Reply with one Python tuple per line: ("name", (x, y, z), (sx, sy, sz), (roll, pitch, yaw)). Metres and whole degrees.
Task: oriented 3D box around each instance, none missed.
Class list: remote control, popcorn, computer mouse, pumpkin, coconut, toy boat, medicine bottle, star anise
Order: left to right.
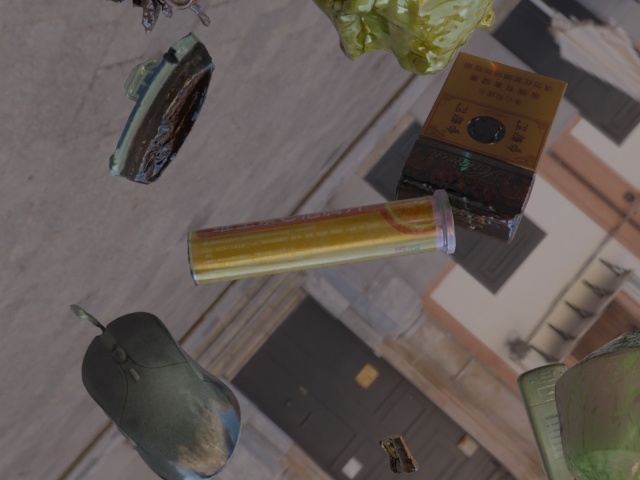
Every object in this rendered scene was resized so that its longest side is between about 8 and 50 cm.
("computer mouse", (-0.272, 0.206, 1.204), (0.167, 0.379, 0.090), (-47, 156, -12))
("toy boat", (-0.142, -0.117, 0.691), (0.140, 0.066, 0.059), (-60, 158, 7))
("star anise", (-0.345, -0.546, 1.733), (0.089, 0.231, 0.209), (-58, 159, -67))
("medicine bottle", (0.000, 0.000, 1.308), (0.425, 0.108, 0.108), (-9, 173, 0))
("pumpkin", (0.149, 0.390, 1.467), (0.035, 0.073, 0.101), (-22, 174, -24))
("popcorn", (0.113, -0.388, 1.100), (0.312, 0.312, 0.312), (-49, 175, -6))
("remote control", (0.431, 0.341, 1.443), (0.098, 0.234, 0.038), (-15, 169, -3))
("coconut", (0.400, 0.217, 0.988), (0.236, 0.235, 0.205), (-48, 146, -13))

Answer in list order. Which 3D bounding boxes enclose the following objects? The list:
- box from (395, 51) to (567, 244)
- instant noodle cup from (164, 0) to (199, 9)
("box", (0.353, -0.209, 1.737), (0.116, 0.264, 0.415), (93, 22, -54))
("instant noodle cup", (-0.255, -0.530, 1.603), (0.136, 0.127, 0.127), (-57, -178, -42))
